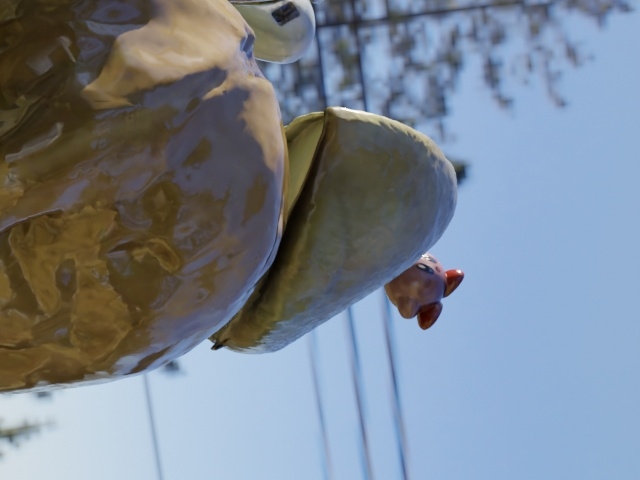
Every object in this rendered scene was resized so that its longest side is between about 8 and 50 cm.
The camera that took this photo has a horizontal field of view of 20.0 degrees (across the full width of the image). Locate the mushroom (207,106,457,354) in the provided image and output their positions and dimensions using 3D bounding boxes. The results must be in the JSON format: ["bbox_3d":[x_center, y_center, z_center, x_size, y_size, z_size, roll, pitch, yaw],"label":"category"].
[{"bbox_3d":[0.001,0.008,1.642,0.292,0.212,0.218,2,-100,60],"label":"mushroom"}]

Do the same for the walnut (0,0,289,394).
[{"bbox_3d":[-0.211,-0.065,1.386,0.383,0.383,0.384,172,-90,-79],"label":"walnut"}]

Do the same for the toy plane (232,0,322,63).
[{"bbox_3d":[-0.095,-0.286,2.101,0.117,0.244,0.245,92,-15,-54],"label":"toy plane"}]

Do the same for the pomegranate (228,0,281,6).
[{"bbox_3d":[-0.175,-0.282,1.832,0.236,0.301,0.236,-1,90,-85],"label":"pomegranate"}]

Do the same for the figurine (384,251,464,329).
[{"bbox_3d":[0.101,0.047,1.930,0.067,0.071,0.083,-27,-150,50],"label":"figurine"}]
